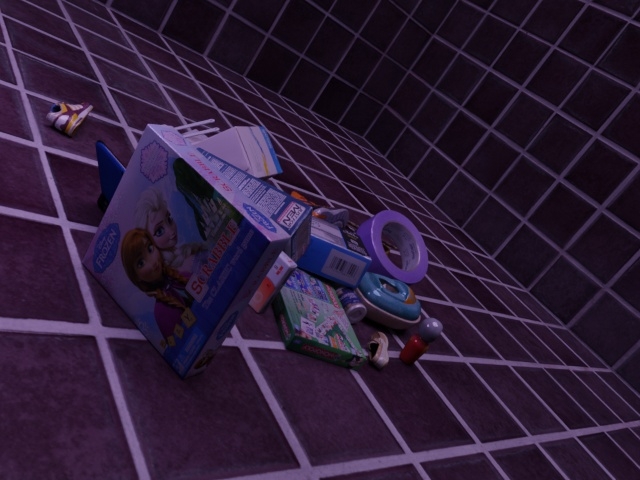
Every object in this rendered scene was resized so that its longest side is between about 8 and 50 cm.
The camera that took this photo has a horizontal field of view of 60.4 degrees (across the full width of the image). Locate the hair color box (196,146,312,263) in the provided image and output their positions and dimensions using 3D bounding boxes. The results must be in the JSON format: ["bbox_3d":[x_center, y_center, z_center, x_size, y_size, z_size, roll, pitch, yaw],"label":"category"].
[{"bbox_3d":[-0.193,-0.079,1.395,0.347,0.174,0.105,29,61,14],"label":"hair color box"}]

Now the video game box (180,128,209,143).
[{"bbox_3d":[-0.395,-0.301,1.887,0.187,0.048,0.205,32,20,-2],"label":"video game box"}]

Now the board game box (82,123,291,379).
[{"bbox_3d":[-0.251,0.018,0.965,0.318,0.319,0.066,42,23,19],"label":"board game box"}]

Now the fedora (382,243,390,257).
[{"bbox_3d":[0.199,0.045,2.021,0.194,0.079,0.194,31,20,-13],"label":"fedora"}]

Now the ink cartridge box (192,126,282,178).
[{"bbox_3d":[-0.258,-0.249,1.718,0.168,0.171,0.232,69,19,-5],"label":"ink cartridge box"}]

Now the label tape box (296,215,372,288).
[{"bbox_3d":[0.000,0.000,1.650,0.240,0.106,0.334,23,15,-12],"label":"label tape box"}]

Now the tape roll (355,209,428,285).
[{"bbox_3d":[0.251,0.035,1.925,0.274,0.090,0.275,20,55,-31],"label":"tape roll"}]

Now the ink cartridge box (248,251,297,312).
[{"bbox_3d":[-0.160,0.057,1.289,0.179,0.145,0.045,40,19,15],"label":"ink cartridge box"}]

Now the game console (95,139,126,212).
[{"bbox_3d":[-0.348,-0.058,1.202,0.293,0.173,0.250,45,22,24],"label":"game console"}]

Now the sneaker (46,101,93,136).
[{"bbox_3d":[-0.677,-0.348,1.486,0.083,0.070,0.185,33,18,-24],"label":"sneaker"}]

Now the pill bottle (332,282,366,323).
[{"bbox_3d":[0.074,0.169,1.537,0.067,0.067,0.120,19,25,-39],"label":"pill bottle"}]

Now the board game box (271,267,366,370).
[{"bbox_3d":[-0.025,0.176,1.388,0.213,0.046,0.317,25,21,-30],"label":"board game box"}]

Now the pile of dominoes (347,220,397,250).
[{"bbox_3d":[0.163,-0.018,2.143,0.251,0.040,0.196,28,-1,-14],"label":"pile of dominoes"}]

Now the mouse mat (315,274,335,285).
[{"bbox_3d":[0.029,0.100,1.718,0.152,0.007,0.189,43,22,22],"label":"mouse mat"}]

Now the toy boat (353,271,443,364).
[{"bbox_3d":[0.233,0.204,1.600,0.267,0.148,0.318,21,23,-36],"label":"toy boat"}]

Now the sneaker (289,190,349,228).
[{"bbox_3d":[-0.023,-0.101,1.929,0.180,0.125,0.321,31,6,23],"label":"sneaker"}]

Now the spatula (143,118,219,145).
[{"bbox_3d":[-0.431,-0.340,1.771,0.241,0.019,0.168,-21,45,-23],"label":"spatula"}]

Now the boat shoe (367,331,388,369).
[{"bbox_3d":[0.147,0.277,1.433,0.045,0.050,0.135,36,18,-16],"label":"boat shoe"}]
